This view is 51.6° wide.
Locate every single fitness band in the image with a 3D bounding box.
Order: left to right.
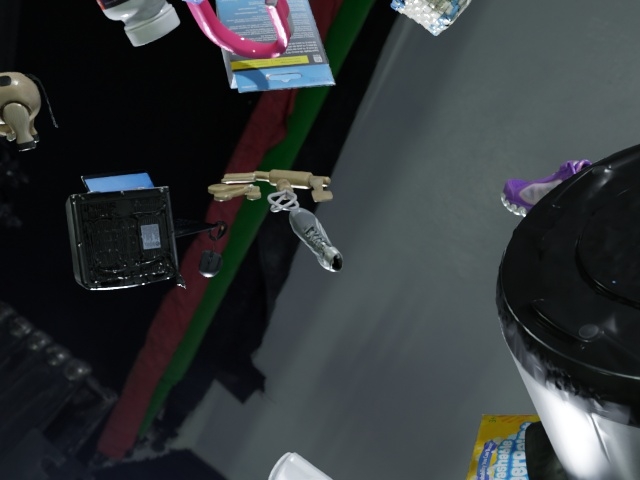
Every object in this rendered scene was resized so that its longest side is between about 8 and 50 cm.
[{"bbox_3d":[-0.170,-0.483,1.414,0.291,0.208,0.054,62,-143,-71],"label":"fitness band"}]

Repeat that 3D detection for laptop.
[{"bbox_3d":[-0.439,-0.097,1.722,0.234,0.264,0.137,-19,-65,-58],"label":"laptop"}]

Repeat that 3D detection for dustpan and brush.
[{"bbox_3d":[-0.047,0.434,1.040,0.211,0.147,0.060,-43,-25,-39],"label":"dustpan and brush"}]

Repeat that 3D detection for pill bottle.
[{"bbox_3d":[-0.282,-0.385,0.945,0.108,0.108,0.194,-48,-54,-32],"label":"pill bottle"}]

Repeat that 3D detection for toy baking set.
[{"bbox_3d":[-0.075,-0.086,1.151,0.197,0.256,0.030,-39,-49,-58],"label":"toy baking set"}]

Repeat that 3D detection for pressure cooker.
[{"bbox_3d":[0.397,0.147,0.656,0.375,0.370,0.420,-40,-61,-17],"label":"pressure cooker"}]

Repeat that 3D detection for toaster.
[{"bbox_3d":[-0.338,0.002,1.140,0.168,0.110,0.186,-9,-87,-27],"label":"toaster"}]

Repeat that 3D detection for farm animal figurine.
[{"bbox_3d":[-0.641,-0.229,1.156,0.326,0.330,0.172,-18,-65,-28],"label":"farm animal figurine"}]

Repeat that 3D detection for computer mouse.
[{"bbox_3d":[-0.329,0.033,2.028,0.041,0.071,0.242,-73,3,-48],"label":"computer mouse"}]

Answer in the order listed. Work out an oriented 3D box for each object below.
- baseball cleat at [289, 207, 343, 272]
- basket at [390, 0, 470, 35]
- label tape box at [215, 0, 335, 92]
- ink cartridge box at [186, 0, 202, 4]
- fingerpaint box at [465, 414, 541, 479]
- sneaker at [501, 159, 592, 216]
[{"bbox_3d":[0.000,0.000,1.720,0.072,0.109,0.206,-44,-62,-9],"label":"baseball cleat"},{"bbox_3d":[0.260,-0.682,1.634,0.255,0.289,0.201,-51,1,-4],"label":"basket"},{"bbox_3d":[-0.120,-0.467,1.662,0.240,0.334,0.106,-8,-30,-13],"label":"label tape box"},{"bbox_3d":[-0.222,-0.526,1.136,0.097,0.207,0.046,-23,-9,36],"label":"ink cartridge box"},{"bbox_3d":[0.401,0.439,0.978,0.445,0.371,0.163,-42,-59,-59],"label":"fingerpaint box"},{"bbox_3d":[0.375,-0.075,1.009,0.095,0.236,0.105,-5,-73,-25],"label":"sneaker"}]
